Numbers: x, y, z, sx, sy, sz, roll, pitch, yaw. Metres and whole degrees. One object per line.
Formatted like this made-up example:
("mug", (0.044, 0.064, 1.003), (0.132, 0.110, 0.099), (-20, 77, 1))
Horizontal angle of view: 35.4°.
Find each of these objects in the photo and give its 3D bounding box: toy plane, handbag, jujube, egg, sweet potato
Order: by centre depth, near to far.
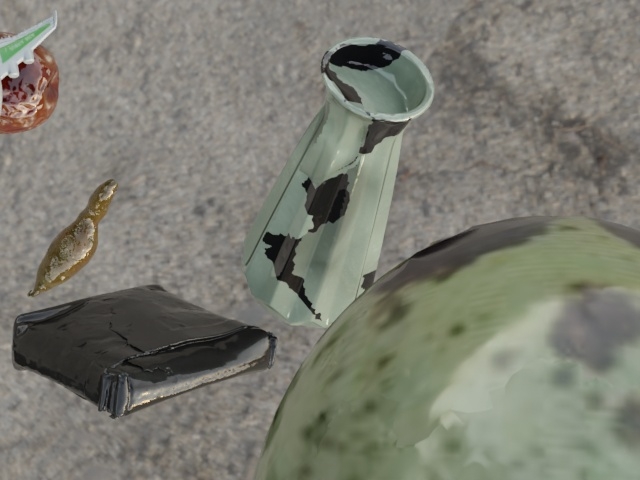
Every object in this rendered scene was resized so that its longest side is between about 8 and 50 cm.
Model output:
("egg", (0.099, 0.176, 0.499), (0.287, 0.287, 0.380), (11, 94, -22))
("handbag", (-0.202, 0.115, 1.150), (0.246, 0.223, 0.080), (-12, 109, -47))
("toy plane", (-0.509, -0.280, 1.480), (0.251, 0.101, 0.256), (-7, 79, -30))
("jujube", (-0.548, -0.258, 1.642), (0.236, 0.168, 0.168), (1, 87, 5))
("sweet potato", (-0.422, -0.002, 1.757), (0.074, 0.075, 0.269), (32, 107, -19))

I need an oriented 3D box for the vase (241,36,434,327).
("vase", (0.017, -0.051, 1.104), (0.165, 0.360, 0.165), (9, 51, -11))
